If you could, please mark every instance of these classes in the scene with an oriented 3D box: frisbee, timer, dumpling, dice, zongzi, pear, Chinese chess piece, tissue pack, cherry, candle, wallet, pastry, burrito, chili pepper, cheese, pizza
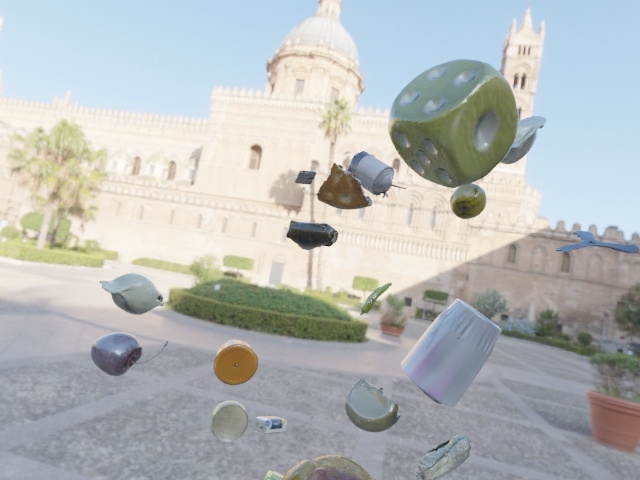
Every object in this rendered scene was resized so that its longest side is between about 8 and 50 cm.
[{"bbox_3d":[0.775,0.012,1.294,0.187,0.012,0.211,-10,18,-6],"label":"frisbee"},{"bbox_3d":[-0.270,0.357,1.389,0.132,0.132,0.152,13,8,-18],"label":"timer"},{"bbox_3d":[-0.556,0.151,1.299,0.155,0.111,0.181,23,-34,27],"label":"dumpling"},{"bbox_3d":[0.329,-0.294,1.118,0.233,0.238,0.227,33,-15,51],"label":"dice"},{"bbox_3d":[0.000,0.000,2.005,0.247,0.111,0.241,6,-20,27],"label":"zongzi"},{"bbox_3d":[0.626,-0.168,1.881,0.148,0.162,0.149,23,-36,18],"label":"pear"},{"bbox_3d":[-0.290,0.573,1.405,0.122,0.122,0.051,13,-10,-17],"label":"Chinese chess piece"},{"bbox_3d":[0.764,-0.394,1.705,0.175,0.227,0.243,46,5,-35],"label":"dumpling"},{"bbox_3d":[-0.151,0.553,1.330,0.083,0.042,0.062,18,-17,-42],"label":"tissue pack"},{"bbox_3d":[-0.573,0.310,1.290,0.148,0.115,0.188,-9,20,23],"label":"cherry"},{"bbox_3d":[0.309,-0.344,2.410,0.330,0.187,0.187,37,8,31],"label":"candle"},{"bbox_3d":[-0.067,-0.278,1.955,0.082,0.018,0.156,5,-10,-12],"label":"wallet"},{"bbox_3d":[0.032,0.776,1.251,0.355,0.164,0.356,9,25,-4],"label":"pastry"},{"bbox_3d":[0.277,0.476,0.977,0.188,0.058,0.045,-6,-3,-36],"label":"burrito"},{"bbox_3d":[0.222,0.217,1.752,0.043,0.208,0.049,-9,-63,58],"label":"chili pepper"},{"bbox_3d":[0.198,0.631,1.665,0.202,0.175,0.091,18,-30,31],"label":"cheese"},{"bbox_3d":[0.067,-0.172,1.410,0.182,0.161,0.062,-3,25,30],"label":"pizza"}]

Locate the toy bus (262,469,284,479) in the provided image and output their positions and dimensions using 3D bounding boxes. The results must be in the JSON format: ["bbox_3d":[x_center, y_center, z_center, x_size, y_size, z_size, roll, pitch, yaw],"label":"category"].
[{"bbox_3d":[-0.121,0.827,1.438,0.175,0.101,0.088,24,-8,6],"label":"toy bus"}]

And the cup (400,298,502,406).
[{"bbox_3d":[0.505,0.431,1.720,0.253,0.372,0.253,33,6,-4],"label":"cup"}]
